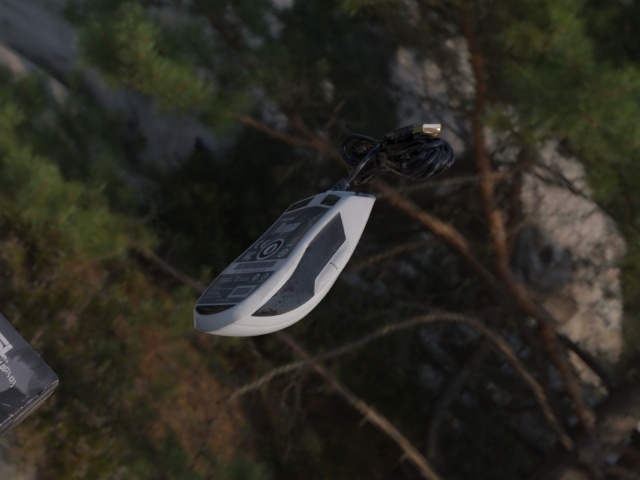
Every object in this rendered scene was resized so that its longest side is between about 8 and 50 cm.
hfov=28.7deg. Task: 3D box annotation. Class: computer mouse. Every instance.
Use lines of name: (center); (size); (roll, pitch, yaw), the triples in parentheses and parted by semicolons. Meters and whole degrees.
computer mouse: (0.000, 0.000, 0.746); (0.106, 0.193, 0.042); (-3, -52, 55)

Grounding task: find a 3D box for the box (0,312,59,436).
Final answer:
box: (-0.378, 0.068, 0.880); (0.307, 0.076, 0.242); (48, 52, 3)
